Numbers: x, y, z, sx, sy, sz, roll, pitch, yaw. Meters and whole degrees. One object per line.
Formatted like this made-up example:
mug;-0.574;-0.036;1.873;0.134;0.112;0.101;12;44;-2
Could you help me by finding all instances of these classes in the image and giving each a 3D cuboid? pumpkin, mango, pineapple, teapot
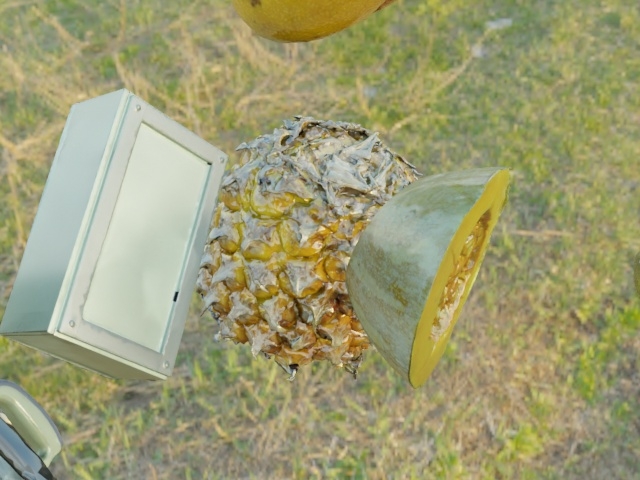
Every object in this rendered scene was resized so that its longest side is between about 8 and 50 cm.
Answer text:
pumpkin;0.090;0.018;0.908;0.110;0.217;0.217;23;43;24
mango;0.018;-0.268;0.967;0.177;0.120;0.295;-27;15;-30
pineapple;-0.001;0.001;1.408;0.352;0.300;0.352;15;40;-14
teapot;-0.256;0.177;0.747;0.149;0.108;0.111;-37;24;-31

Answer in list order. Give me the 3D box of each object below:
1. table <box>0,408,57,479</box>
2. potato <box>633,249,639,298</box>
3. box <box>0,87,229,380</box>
table;-0.341;0.123;0.746;0.317;0.249;0.317;-33;12;8
potato;0.465;0.066;1.326;0.070;0.091;0.138;-32;35;-4
box;-0.179;-0.002;0.879;0.086;0.129;0.225;-6;63;41
